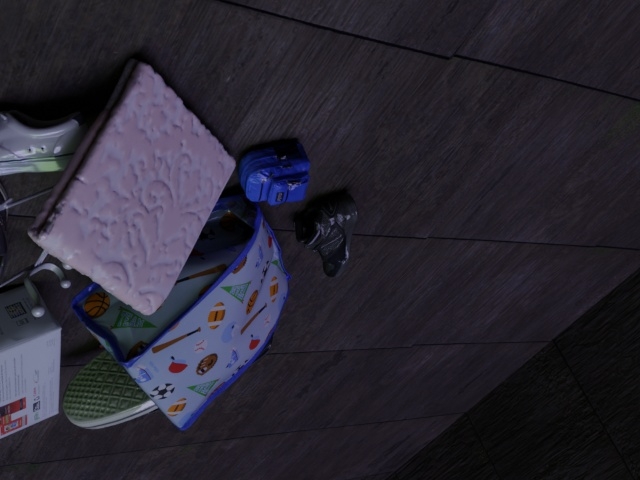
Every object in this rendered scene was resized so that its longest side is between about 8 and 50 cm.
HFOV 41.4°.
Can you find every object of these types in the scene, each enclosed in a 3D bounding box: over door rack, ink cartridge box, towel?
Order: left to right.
[{"bbox_3d":[-0.650,0.261,1.616,0.272,0.130,0.309,-22,148,-34],"label":"ink cartridge box"},{"bbox_3d":[-0.454,0.015,1.331,0.239,0.108,0.324,-54,168,21],"label":"over door rack"},{"bbox_3d":[-0.283,-0.072,1.341,0.316,0.053,0.332,-64,152,-14],"label":"towel"}]

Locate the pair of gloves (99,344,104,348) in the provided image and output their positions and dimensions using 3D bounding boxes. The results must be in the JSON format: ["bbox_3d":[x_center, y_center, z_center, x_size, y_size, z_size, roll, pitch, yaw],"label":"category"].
[{"bbox_3d":[-0.384,0.189,1.866,0.198,0.023,0.159,7,136,-47],"label":"pair of gloves"}]

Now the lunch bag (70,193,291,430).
[{"bbox_3d":[-0.236,0.119,1.649,0.385,0.239,0.327,-42,151,-15],"label":"lunch bag"}]

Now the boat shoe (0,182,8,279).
[{"bbox_3d":[-0.560,0.000,1.391,0.103,0.092,0.285,-8,145,-26],"label":"boat shoe"}]

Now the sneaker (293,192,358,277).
[{"bbox_3d":[0.000,0.000,1.785,0.130,0.087,0.227,-12,144,-16],"label":"sneaker"}]

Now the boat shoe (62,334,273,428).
[{"bbox_3d":[-0.316,0.278,1.861,0.500,0.186,0.156,-27,145,-13],"label":"boat shoe"}]

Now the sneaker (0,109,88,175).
[{"bbox_3d":[-0.468,-0.147,1.252,0.258,0.094,0.091,-6,108,-11],"label":"sneaker"}]

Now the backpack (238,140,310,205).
[{"bbox_3d":[-0.084,-0.118,1.533,0.120,0.101,0.098,-8,139,-19],"label":"backpack"}]
